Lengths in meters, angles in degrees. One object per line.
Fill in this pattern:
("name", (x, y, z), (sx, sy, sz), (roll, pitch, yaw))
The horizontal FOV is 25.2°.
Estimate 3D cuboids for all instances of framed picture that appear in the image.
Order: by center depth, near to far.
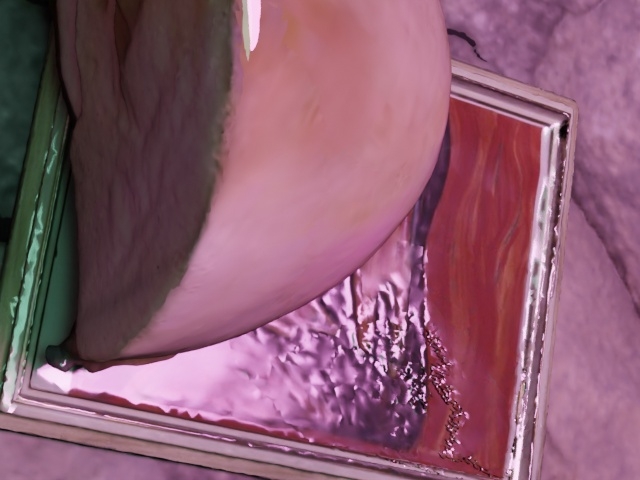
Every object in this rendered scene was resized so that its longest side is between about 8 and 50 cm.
("framed picture", (0.000, 0.000, 0.631), (0.273, 0.016, 0.216), (14, 75, -26))

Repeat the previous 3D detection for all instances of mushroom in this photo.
("mushroom", (-0.004, -0.079, 0.534), (0.162, 0.173, 0.236), (-1, 82, -32))
